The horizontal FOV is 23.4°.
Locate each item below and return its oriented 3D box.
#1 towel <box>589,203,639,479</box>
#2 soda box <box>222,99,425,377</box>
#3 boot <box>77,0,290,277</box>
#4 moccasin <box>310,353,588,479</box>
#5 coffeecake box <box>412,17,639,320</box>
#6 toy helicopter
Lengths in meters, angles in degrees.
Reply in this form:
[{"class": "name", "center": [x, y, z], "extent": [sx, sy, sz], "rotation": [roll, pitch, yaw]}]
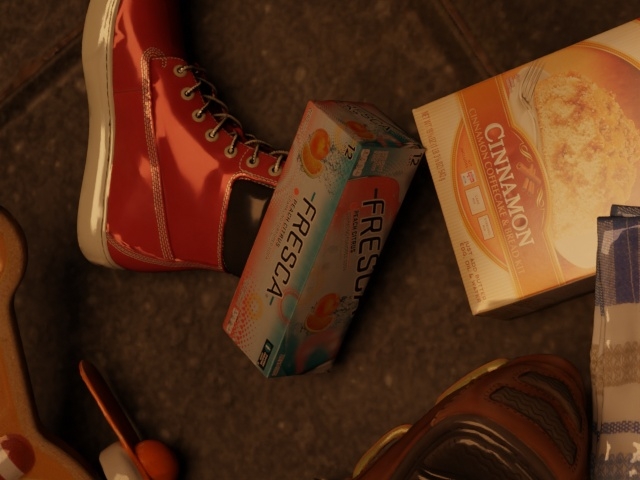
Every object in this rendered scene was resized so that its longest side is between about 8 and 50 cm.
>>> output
[{"class": "towel", "center": [0.256, 0.123, 0.893], "extent": [0.209, 0.034, 0.285], "rotation": [3, 99, 20]}, {"class": "soda box", "center": [0.000, 0.000, 1.019], "extent": [0.063, 0.058, 0.183], "rotation": [45, 124, 39]}, {"class": "boot", "center": [-0.076, -0.095, 1.087], "extent": [0.176, 0.088, 0.244], "rotation": [4, 95, 26]}, {"class": "moccasin", "center": [0.034, 0.209, 0.977], "extent": [0.139, 0.147, 0.380], "rotation": [36, 120, 8]}, {"class": "coffeecake box", "center": [0.170, -0.046, 0.970], "extent": [0.185, 0.068, 0.142], "rotation": [-21, 76, 22]}, {"class": "toy helicopter", "center": [-0.208, 0.142, 1.086], "extent": [0.235, 0.140, 0.355], "rotation": [-8, 99, 0]}]
